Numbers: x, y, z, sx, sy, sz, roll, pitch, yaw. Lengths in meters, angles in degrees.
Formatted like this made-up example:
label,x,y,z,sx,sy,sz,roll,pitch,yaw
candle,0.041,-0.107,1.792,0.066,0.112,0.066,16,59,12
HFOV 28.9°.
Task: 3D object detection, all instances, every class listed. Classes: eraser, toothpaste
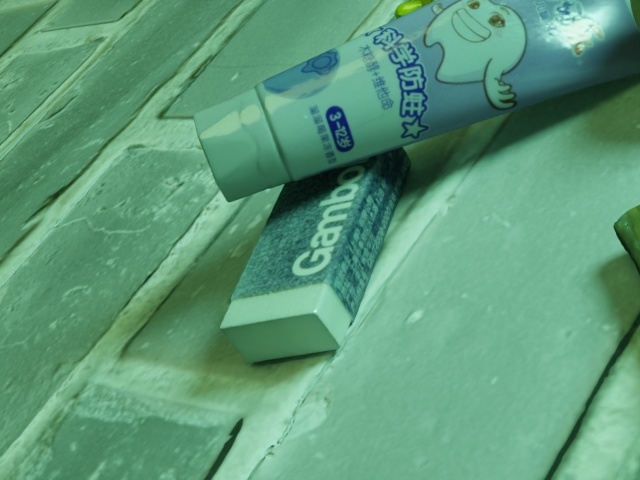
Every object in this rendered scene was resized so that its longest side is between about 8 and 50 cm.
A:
label,x,y,z,sx,sy,sz,roll,pitch,yaw
eraser,0.000,0.000,0.960,0.091,0.046,0.212,-11,38,32
toothpaste,0.086,-0.131,0.959,0.371,0.125,0.080,-21,-9,1

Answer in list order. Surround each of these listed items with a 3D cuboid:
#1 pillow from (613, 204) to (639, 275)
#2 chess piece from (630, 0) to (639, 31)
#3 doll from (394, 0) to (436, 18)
label,x,y,z,sx,sy,sz,roll,pitch,yaw
pillow,0.283,-0.001,0.689,0.212,0.052,0.208,-25,28,13
chess piece,0.355,-0.229,0.870,0.299,0.167,0.167,-41,31,2
doll,0.177,-0.218,1.055,0.241,0.099,0.135,-8,52,34
